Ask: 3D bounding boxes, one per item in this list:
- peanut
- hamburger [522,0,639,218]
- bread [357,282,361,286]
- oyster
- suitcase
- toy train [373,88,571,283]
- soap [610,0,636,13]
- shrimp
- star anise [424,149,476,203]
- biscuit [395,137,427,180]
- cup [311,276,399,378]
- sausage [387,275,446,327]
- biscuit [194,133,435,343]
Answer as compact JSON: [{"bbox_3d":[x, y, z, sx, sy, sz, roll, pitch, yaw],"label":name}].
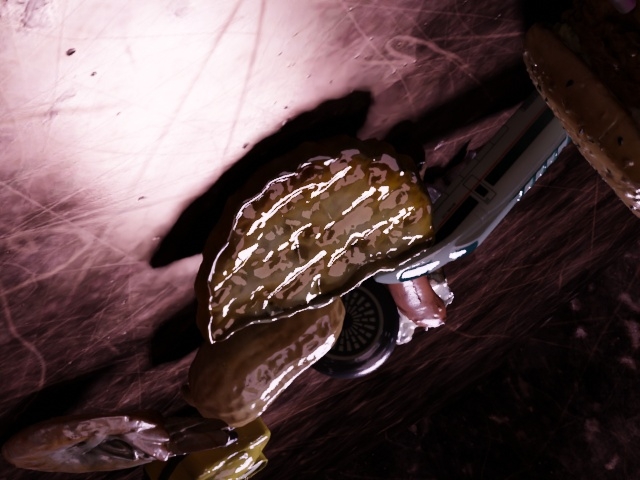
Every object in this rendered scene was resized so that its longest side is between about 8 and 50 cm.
[{"bbox_3d":[-0.086,0.159,1.631,0.291,0.143,0.159,-42,178,11],"label":"peanut"},{"bbox_3d":[0.382,-0.187,1.372,0.195,0.318,0.277,-39,142,13],"label":"hamburger"},{"bbox_3d":[0.037,0.001,1.542,0.119,0.084,0.177,9,135,-43],"label":"bread"},{"bbox_3d":[0.102,0.122,1.982,0.238,0.115,0.351,-14,149,-33],"label":"oyster"},{"bbox_3d":[-0.204,0.397,2.041,0.194,0.143,0.235,-24,159,-35],"label":"suitcase"},{"bbox_3d":[0.235,-0.069,1.597,0.407,0.088,0.086,-47,167,-14],"label":"toy train"},{"bbox_3d":[0.276,-0.309,1.132,0.065,0.122,0.203,-43,163,18],"label":"soap"},{"bbox_3d":[-0.278,0.272,1.552,0.317,0.077,0.168,-6,158,-16],"label":"shrimp"},{"bbox_3d":[0.202,-0.066,1.738,0.208,0.063,0.172,-33,160,-8],"label":"star anise"},{"bbox_3d":[0.114,-0.071,1.555,0.055,0.061,0.219,-13,161,-5],"label":"biscuit"},{"bbox_3d":[0.015,0.135,1.777,0.223,0.169,0.176,1,172,5],"label":"cup"},{"bbox_3d":[0.128,0.052,1.767,0.078,0.078,0.304,-36,140,-1],"label":"sausage"},{"bbox_3d":[0.000,0.000,1.389,0.335,0.078,0.329,2,133,-37],"label":"biscuit"}]
